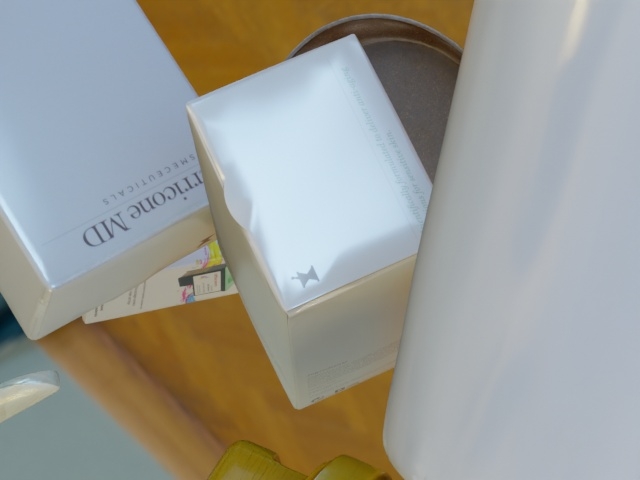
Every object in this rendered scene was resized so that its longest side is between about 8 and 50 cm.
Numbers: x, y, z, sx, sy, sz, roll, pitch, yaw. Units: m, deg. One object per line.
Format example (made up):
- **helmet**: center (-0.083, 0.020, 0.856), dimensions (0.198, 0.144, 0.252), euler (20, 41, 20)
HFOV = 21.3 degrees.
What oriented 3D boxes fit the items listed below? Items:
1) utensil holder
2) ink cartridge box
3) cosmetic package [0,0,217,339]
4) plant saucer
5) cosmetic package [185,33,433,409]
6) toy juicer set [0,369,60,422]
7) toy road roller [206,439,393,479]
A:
- **utensil holder**: center (0.223, -0.022, 1.018), dimensions (0.327, 0.327, 0.385), euler (23, 105, 38)
- **ink cartridge box**: center (-0.188, -0.030, 2.166), dimensions (0.117, 0.278, 0.201), euler (109, 146, -59)
- **cosmetic package**: center (-0.289, -0.163, 1.631), dimensions (0.453, 0.230, 0.161), euler (56, 156, 9)
- **plant saucer**: center (0.075, -0.079, 1.734), dimensions (0.311, 0.050, 0.310), euler (11, 110, 31)
- **cosmetic package**: center (0.000, 0.000, 1.457), dimensions (0.365, 0.155, 0.197), euler (93, 153, -73)
- **toy juicer set**: center (-0.301, 0.176, 0.885), dimensions (0.209, 0.329, 0.089), euler (-33, 81, 50)
- **toy road roller**: center (0.013, 0.290, 1.340), dimensions (0.240, 0.202, 0.329), euler (23, 151, 20)
